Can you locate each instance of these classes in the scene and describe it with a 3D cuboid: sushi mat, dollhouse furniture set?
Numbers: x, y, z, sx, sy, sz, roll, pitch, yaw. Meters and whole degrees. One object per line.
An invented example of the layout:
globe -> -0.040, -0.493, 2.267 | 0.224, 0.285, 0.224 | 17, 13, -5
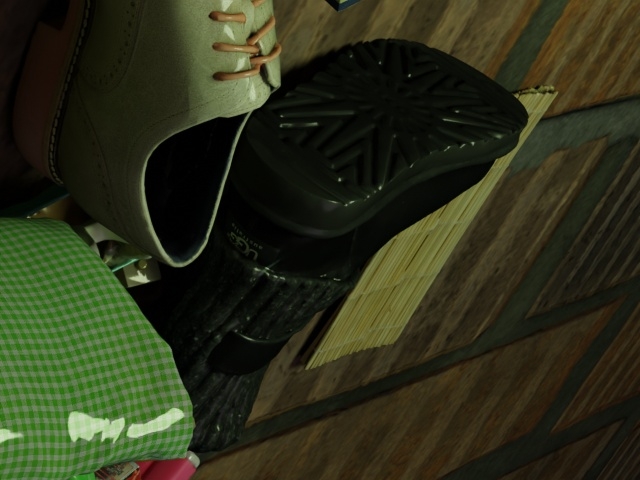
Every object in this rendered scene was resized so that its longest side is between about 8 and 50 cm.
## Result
sushi mat -> 0.099, -0.013, 1.741 | 0.151, 0.019, 0.316 | -10, 138, -52
dollhouse furniture set -> -0.184, -0.034, 0.872 | 0.197, 0.301, 0.151 | -15, 145, -46

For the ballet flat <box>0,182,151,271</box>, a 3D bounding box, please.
ballet flat -> -0.152, -0.001, 1.236 | 0.247, 0.087, 0.083 | -29, 122, -32

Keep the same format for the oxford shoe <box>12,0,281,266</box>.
oxford shoe -> -0.062, -0.153, 1.076 | 0.140, 0.146, 0.397 | -27, 150, -36

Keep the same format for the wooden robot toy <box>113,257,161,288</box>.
wooden robot toy -> -0.200, 0.043, 1.307 | 0.173, 0.076, 0.079 | -33, -171, -27

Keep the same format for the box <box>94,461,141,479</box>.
box -> -0.192, 0.235, 1.459 | 0.137, 0.027, 0.094 | -40, 147, -28

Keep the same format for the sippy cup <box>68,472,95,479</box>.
sippy cup -> -0.266, 0.239, 1.257 | 0.224, 0.305, 0.240 | -3, 176, -14

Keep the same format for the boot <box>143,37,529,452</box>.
boot -> -0.004, -0.002, 1.423 | 0.348, 0.131, 0.260 | -25, 149, -51

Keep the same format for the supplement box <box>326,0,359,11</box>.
supplement box -> 0.029, -0.210, 1.251 | 0.083, 0.056, 0.083 | -31, 153, -31

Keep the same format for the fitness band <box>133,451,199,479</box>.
fitness band -> -0.186, 0.187, 1.499 | 0.291, 0.054, 0.209 | -50, 155, -14
